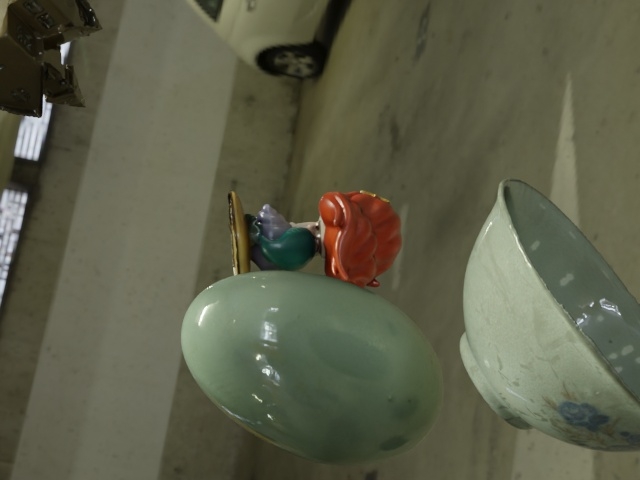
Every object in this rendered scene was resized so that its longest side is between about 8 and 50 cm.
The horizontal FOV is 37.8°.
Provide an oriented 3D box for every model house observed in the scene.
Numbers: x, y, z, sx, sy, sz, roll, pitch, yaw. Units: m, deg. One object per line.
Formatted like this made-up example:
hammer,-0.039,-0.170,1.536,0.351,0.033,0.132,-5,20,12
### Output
model house,-0.363,-0.250,1.234,0.248,0.176,0.180,50,-154,-60

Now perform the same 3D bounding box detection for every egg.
egg,-0.005,0.158,1.182,0.230,0.371,0.230,-39,37,37

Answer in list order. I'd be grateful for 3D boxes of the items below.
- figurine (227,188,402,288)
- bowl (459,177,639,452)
figurine,0.000,0.008,1.360,0.208,0.257,0.181,100,163,-66
bowl,0.227,0.102,0.921,0.146,0.313,0.313,-40,25,21
